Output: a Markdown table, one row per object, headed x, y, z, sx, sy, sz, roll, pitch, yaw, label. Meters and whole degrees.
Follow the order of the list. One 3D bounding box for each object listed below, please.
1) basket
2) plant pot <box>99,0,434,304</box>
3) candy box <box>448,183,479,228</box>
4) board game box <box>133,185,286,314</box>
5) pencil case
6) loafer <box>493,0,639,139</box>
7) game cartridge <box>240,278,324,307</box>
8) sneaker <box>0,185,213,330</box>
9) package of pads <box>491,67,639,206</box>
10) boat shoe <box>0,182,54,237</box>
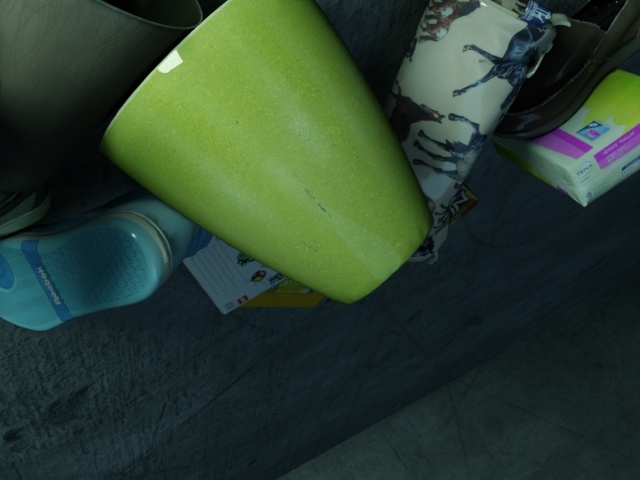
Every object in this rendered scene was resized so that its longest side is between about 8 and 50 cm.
| x | y | z | sx | sy | sz | roll | pitch | yaw | label |
| --- | --- | --- | --- | --- | --- | --- | --- | --- | --- |
| -0.252 | -0.165 | 0.693 | 0.227 | 0.154 | 0.204 | -45 | 150 | 26 | basket |
| -0.029 | -0.080 | 0.813 | 0.275 | 0.293 | 0.275 | -43 | -174 | 6 | plant pot |
| 0.238 | -0.082 | 1.518 | 0.109 | 0.053 | 0.187 | -43 | 154 | 13 | candy box |
| -0.120 | -0.021 | 1.133 | 0.193 | 0.053 | 0.305 | -30 | 145 | -5 | board game box |
| 0.175 | -0.164 | 1.081 | 0.160 | 0.184 | 0.410 | -63 | 177 | -63 | pencil case |
| 0.403 | -0.315 | 1.276 | 0.366 | 0.134 | 0.130 | -42 | 131 | -9 | loafer |
| 0.000 | 0.000 | 1.371 | 0.323 | 0.052 | 0.285 | -47 | 152 | 23 | game cartridge |
| -0.263 | 0.006 | 0.940 | 0.319 | 0.127 | 0.208 | -7 | -159 | 30 | sneaker |
| 0.451 | -0.202 | 1.321 | 0.229 | 0.296 | 0.101 | -35 | 120 | -1 | package of pads |
| -0.402 | -0.025 | 0.827 | 0.224 | 0.080 | 0.073 | -29 | 148 | -25 | boat shoe |
